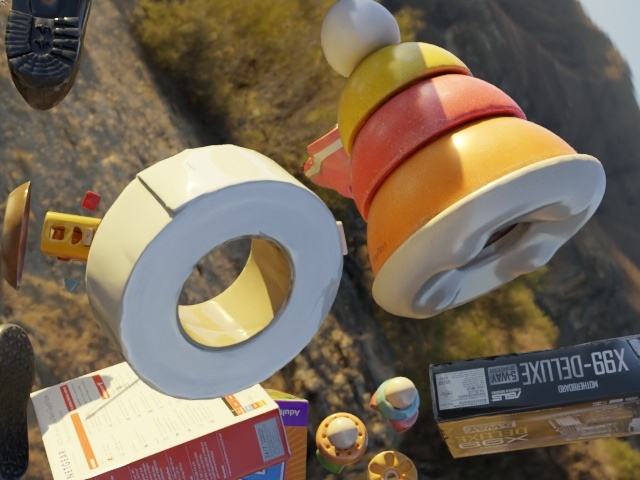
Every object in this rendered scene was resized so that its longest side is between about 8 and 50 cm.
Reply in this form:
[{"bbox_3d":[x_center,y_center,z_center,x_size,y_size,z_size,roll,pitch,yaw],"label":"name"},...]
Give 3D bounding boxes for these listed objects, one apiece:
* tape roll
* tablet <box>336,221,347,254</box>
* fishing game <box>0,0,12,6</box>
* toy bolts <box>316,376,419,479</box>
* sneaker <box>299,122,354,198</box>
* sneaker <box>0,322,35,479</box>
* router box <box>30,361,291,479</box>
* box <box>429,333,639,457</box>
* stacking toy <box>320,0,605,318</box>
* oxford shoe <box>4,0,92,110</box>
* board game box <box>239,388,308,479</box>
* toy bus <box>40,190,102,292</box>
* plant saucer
[{"bbox_3d":[-0.117,0.038,1.144,0.100,0.286,0.286,41,-11,46],"label":"tape roll"},{"bbox_3d":[0.000,0.000,1.574,0.006,0.083,0.054,145,-64,-65],"label":"tablet"},{"bbox_3d":[-0.590,-0.428,1.674,0.189,0.264,0.041,-42,147,-54],"label":"fishing game"},{"bbox_3d":[0.127,0.377,1.973,0.218,0.228,0.158,37,-20,14],"label":"toy bolts"},{"bbox_3d":[0.044,-0.118,1.824,0.136,0.116,0.314,54,-2,5],"label":"sneaker"},{"bbox_3d":[-0.466,0.232,1.410,0.084,0.097,0.234,15,75,-60],"label":"sneaker"},{"bbox_3d":[-0.240,0.261,1.440,0.335,0.301,0.082,-148,-137,-65],"label":"router box"},{"bbox_3d":[0.305,0.204,1.299,0.242,0.307,0.076,63,19,-64],"label":"box"},{"bbox_3d":[0.140,-0.165,1.425,0.480,0.351,0.350,62,9,20],"label":"stacking toy"},{"bbox_3d":[-0.254,-0.224,0.953,0.096,0.083,0.227,119,-19,-62],"label":"oxford shoe"},{"bbox_3d":[-0.238,0.465,1.923,0.356,0.356,0.356,159,-65,-77],"label":"board game box"},{"bbox_3d":[-0.489,-0.001,2.127,0.191,0.202,0.104,52,-8,5],"label":"toy bus"},{"bbox_3d":[-0.546,-0.010,1.801,0.198,0.036,0.198,-173,-90,-76],"label":"plant saucer"}]
